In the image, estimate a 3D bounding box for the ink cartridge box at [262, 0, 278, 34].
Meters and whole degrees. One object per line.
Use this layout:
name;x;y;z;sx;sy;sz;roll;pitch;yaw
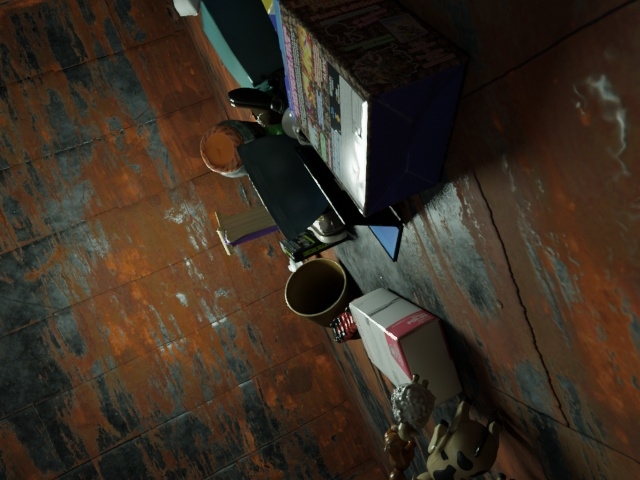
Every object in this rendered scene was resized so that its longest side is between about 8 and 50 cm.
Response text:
ink cartridge box;-0.116;-0.587;0.738;0.303;0.072;0.307;64;153;-2

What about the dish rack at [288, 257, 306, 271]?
dish rack;-0.034;0.215;1.899;0.285;0.072;0.333;57;-178;33

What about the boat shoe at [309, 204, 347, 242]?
boat shoe;-0.021;-0.088;1.355;0.324;0.117;0.096;37;145;59

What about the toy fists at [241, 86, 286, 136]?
toy fists;-0.182;-0.450;1.387;0.279;0.096;0.142;62;180;13

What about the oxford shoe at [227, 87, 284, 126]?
oxford shoe;-0.153;-0.347;1.115;0.083;0.227;0.096;49;124;31

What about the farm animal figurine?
farm animal figurine;0.274;0.474;0.834;0.330;0.172;0.326;19;121;22

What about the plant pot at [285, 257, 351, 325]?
plant pot;0.023;0.232;1.590;0.237;0.237;0.254;55;178;41

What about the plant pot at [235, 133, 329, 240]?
plant pot;-0.070;-0.170;1.137;0.293;0.196;0.293;62;-179;-1

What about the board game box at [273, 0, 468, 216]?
board game box;0.060;-0.229;0.648;0.291;0.141;0.232;58;166;32

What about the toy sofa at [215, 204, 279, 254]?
toy sofa;-0.219;-0.062;1.656;0.150;0.363;0.177;82;165;-51

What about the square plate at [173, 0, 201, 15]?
square plate;-0.311;-0.748;1.031;0.347;0.049;0.343;48;125;54

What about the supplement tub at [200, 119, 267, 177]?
supplement tub;-0.273;-0.326;1.474;0.193;0.194;0.316;67;-159;-6

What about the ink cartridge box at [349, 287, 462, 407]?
ink cartridge box;0.202;0.258;1.047;0.207;0.117;0.283;69;167;-15

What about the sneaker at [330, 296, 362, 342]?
sneaker;0.142;0.256;1.369;0.276;0.135;0.097;-55;45;50

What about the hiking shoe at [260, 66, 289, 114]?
hiking shoe;-0.066;-0.335;1.052;0.226;0.114;0.086;63;168;11

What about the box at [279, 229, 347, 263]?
box;-0.028;0.001;1.384;0.191;0.184;0.045;31;142;68

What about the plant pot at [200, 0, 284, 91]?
plant pot;-0.190;-0.527;1.114;0.234;0.166;0.165;64;168;-6

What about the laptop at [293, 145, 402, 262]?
laptop;0.063;-0.075;0.946;0.136;0.264;0.234;-55;53;33

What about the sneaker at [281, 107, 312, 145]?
sneaker;-0.025;-0.255;0.913;0.258;0.091;0.094;11;138;55
